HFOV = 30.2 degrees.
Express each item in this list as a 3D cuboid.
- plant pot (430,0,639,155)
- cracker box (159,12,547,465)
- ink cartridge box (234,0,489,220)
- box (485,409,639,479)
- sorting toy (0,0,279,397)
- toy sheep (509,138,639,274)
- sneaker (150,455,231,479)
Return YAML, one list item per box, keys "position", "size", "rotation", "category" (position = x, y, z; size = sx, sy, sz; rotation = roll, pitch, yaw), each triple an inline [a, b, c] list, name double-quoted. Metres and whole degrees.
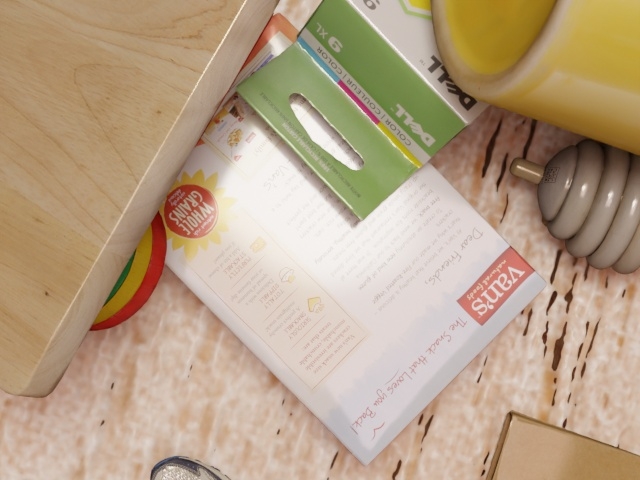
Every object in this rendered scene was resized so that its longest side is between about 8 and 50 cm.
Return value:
- position: [0.196, -0.141, 0.603]
  size: [0.239, 0.254, 0.253]
  rotation: [5, 87, -19]
  category: "plant pot"
- position: [0.000, 0.000, 0.728]
  size: [0.156, 0.067, 0.232]
  rotation: [-44, 89, -3]
  category: "cracker box"
- position: [0.062, -0.119, 0.695]
  size: [0.109, 0.062, 0.209]
  rotation: [47, 59, 0]
  category: "ink cartridge box"
- position: [0.189, 0.216, 0.748]
  size: [0.201, 0.021, 0.164]
  rotation: [18, 87, -1]
  category: "box"
- position: [-0.162, -0.079, 0.671]
  size: [0.257, 0.089, 0.255]
  rotation: [31, 91, 28]
  category: "sorting toy"
- position: [0.178, -0.023, 0.725]
  size: [0.132, 0.091, 0.091]
  rotation: [15, 87, -1]
  category: "toy sheep"
- position: [-0.059, 0.190, 0.722]
  size: [0.052, 0.058, 0.135]
  rotation: [-35, 88, -3]
  category: "sneaker"
